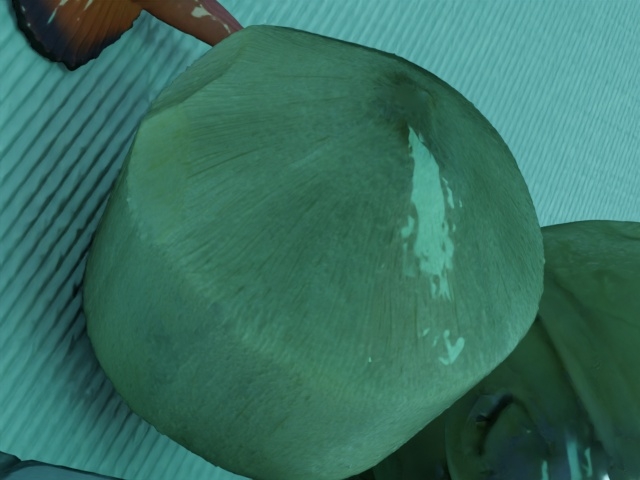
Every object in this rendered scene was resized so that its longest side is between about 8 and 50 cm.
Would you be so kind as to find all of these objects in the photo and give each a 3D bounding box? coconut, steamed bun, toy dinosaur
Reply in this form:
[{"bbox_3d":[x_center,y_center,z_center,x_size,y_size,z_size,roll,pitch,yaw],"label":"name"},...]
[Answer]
[{"bbox_3d":[0.000,0.000,0.905,0.266,0.237,0.237,129,-19,-57],"label":"coconut"},{"bbox_3d":[0.165,0.163,1.141,0.247,0.352,0.339,-31,120,-70],"label":"steamed bun"},{"bbox_3d":[-0.109,-0.139,0.941,0.139,0.070,0.286,-61,145,-29],"label":"toy dinosaur"}]

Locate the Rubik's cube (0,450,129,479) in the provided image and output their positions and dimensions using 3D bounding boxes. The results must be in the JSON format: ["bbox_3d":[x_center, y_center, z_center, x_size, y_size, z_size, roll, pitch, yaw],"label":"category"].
[{"bbox_3d":[-0.115,0.293,0.544,0.344,0.343,0.337,-33,129,-64],"label":"Rubik's cube"}]
